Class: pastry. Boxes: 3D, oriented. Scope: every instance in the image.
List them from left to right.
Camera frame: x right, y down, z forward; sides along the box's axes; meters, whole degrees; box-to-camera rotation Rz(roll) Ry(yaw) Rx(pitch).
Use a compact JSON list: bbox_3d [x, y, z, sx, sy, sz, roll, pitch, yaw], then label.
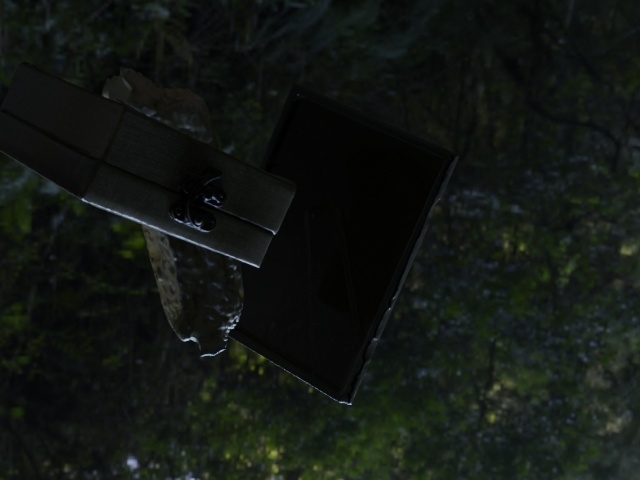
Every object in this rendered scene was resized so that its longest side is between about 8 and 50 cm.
[{"bbox_3d":[-0.128,-0.033,0.949,0.089,0.258,0.121,-17,-165,-24],"label":"pastry"}]

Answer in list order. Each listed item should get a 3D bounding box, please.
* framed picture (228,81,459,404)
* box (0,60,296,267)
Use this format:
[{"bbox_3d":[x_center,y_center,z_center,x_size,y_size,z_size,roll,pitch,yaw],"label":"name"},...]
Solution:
[{"bbox_3d":[0.000,0.000,1.130,0.213,0.289,0.016,27,-170,26],"label":"framed picture"},{"bbox_3d":[-0.063,-0.027,0.371,0.079,0.035,0.083,23,-178,-44],"label":"box"}]
